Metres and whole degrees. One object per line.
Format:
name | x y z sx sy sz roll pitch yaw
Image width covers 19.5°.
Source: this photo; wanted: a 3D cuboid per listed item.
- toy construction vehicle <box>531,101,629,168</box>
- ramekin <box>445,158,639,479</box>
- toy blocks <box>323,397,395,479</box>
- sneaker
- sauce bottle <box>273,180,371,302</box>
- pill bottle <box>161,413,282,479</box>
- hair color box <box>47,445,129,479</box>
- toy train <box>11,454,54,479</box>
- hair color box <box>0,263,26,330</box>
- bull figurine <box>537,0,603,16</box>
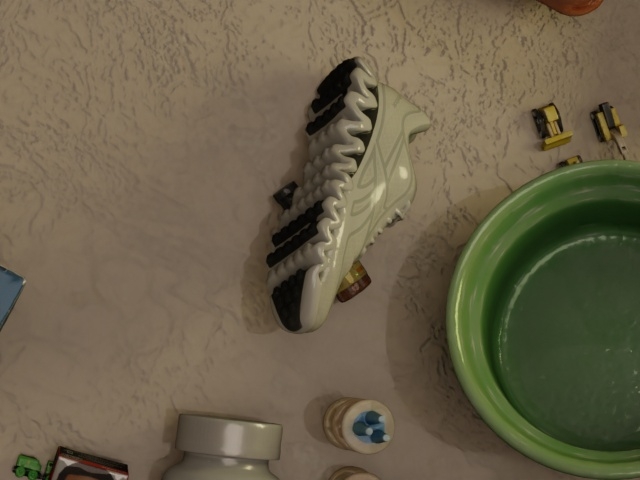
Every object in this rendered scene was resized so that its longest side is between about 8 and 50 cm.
toy construction vehicle | 0.271 -0.100 1.896 0.086 0.035 0.098 -17 90 -11
ramekin | 0.278 0.087 1.787 0.303 0.148 0.303 -3 75 10
toy blocks | 0.042 0.213 1.781 0.054 0.148 0.123 -2 87 -10
sneaker | 0.032 -0.035 1.788 0.118 0.110 0.292 29 61 -22
sauce bottle | 0.000 0.000 1.839 0.042 0.042 0.128 -36 96 -10
pill bottle | -0.097 0.279 1.767 0.121 0.121 0.221 7 86 -10
hair color box | -0.236 0.274 1.769 0.072 0.043 0.141 16 95 -9
toy train | -0.255 0.225 1.794 0.083 0.017 0.023 16 73 -9
hair color box | -0.355 0.039 1.617 0.174 0.347 0.105 30 82 -7
bull figurine | 0.160 -0.343 1.856 0.310 0.101 0.188 27 81 -8
